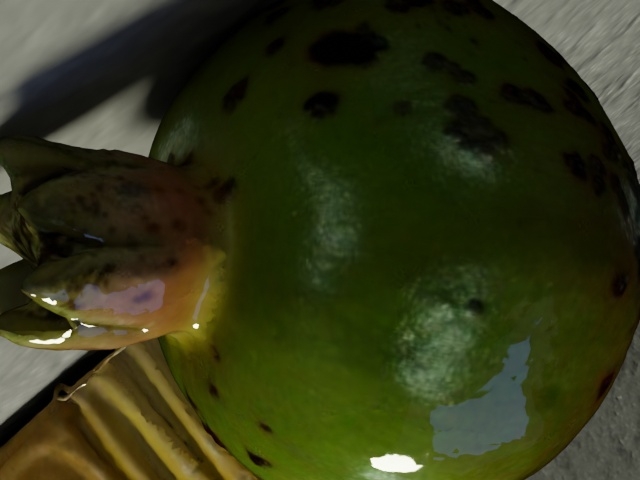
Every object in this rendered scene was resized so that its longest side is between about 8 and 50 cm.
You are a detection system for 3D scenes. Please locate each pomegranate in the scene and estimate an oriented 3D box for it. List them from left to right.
[{"bbox_3d":[0.000,0.000,0.558,0.205,0.159,0.159,-1,149,-33],"label":"pomegranate"}]

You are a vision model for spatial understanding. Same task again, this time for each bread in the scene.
[{"bbox_3d":[-0.077,0.149,0.905,0.288,0.156,0.204,-41,173,6],"label":"bread"}]
